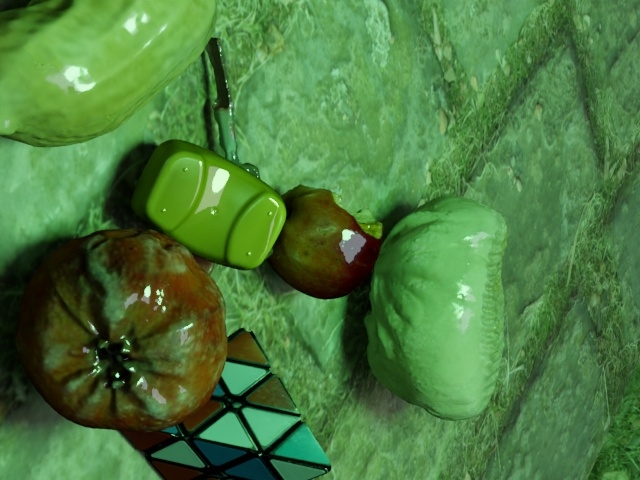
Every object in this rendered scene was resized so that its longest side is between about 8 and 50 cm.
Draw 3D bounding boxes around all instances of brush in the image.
[{"bbox_3d":[-0.116,-0.117,1.652,0.071,0.084,0.301,-29,118,-48],"label":"brush"}]

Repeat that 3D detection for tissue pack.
[{"bbox_3d":[-0.139,-0.043,1.554,0.178,0.127,0.123,28,89,-18],"label":"tissue pack"}]

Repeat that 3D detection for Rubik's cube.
[{"bbox_3d":[-0.188,0.270,1.686,0.234,0.284,0.250,13,123,-39],"label":"Rubik's cube"}]

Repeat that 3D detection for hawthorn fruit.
[{"bbox_3d":[-0.217,0.087,1.461,0.272,0.241,0.242,-79,169,-71],"label":"hawthorn fruit"}]

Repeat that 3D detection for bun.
[{"bbox_3d":[0.185,0.107,2.053,0.365,0.219,0.365,6,90,-73],"label":"bun"}]

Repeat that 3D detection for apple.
[{"bbox_3d":[-0.005,0.005,1.793,0.158,0.156,0.147,19,83,-28],"label":"apple"}]

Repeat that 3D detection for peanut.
[{"bbox_3d":[-0.241,-0.203,1.349,0.340,0.158,0.174,-51,140,-36],"label":"peanut"}]

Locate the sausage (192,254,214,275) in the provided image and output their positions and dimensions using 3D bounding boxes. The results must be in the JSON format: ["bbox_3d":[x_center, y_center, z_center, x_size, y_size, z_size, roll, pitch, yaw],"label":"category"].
[{"bbox_3d":[-0.174,0.028,1.618,0.094,0.059,0.054,12,66,-55],"label":"sausage"}]
